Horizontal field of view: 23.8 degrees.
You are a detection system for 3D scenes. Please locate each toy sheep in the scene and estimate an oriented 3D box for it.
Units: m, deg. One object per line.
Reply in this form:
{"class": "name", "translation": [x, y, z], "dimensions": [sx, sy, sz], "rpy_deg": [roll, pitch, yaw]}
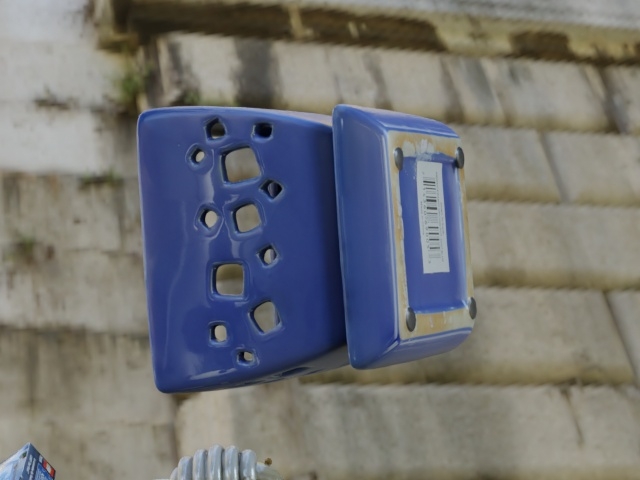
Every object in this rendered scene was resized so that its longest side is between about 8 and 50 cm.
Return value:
{"class": "toy sheep", "translation": [-0.098, 0.233, 1.416], "dimensions": [0.132, 0.091, 0.091], "rpy_deg": [-3, -42, 1]}

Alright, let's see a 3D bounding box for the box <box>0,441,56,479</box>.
{"class": "box", "translation": [-0.209, 0.178, 0.835], "dimensions": [0.137, 0.094, 0.027], "rpy_deg": [-36, -73, 8]}

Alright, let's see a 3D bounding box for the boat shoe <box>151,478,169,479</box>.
{"class": "boat shoe", "translation": [-0.196, 0.306, 1.491], "dimensions": [0.183, 0.083, 0.065], "rpy_deg": [-34, -63, 29]}

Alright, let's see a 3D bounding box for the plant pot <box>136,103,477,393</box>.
{"class": "plant pot", "translation": [0.000, 0.000, 1.257], "dimensions": [0.212, 0.236, 0.236], "rpy_deg": [-5, -2, 27]}
